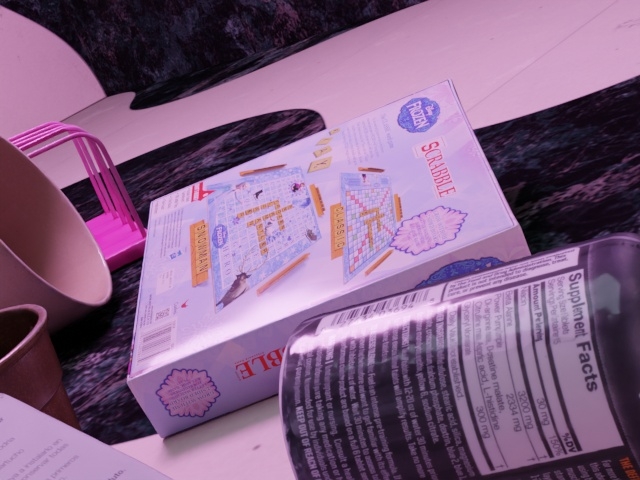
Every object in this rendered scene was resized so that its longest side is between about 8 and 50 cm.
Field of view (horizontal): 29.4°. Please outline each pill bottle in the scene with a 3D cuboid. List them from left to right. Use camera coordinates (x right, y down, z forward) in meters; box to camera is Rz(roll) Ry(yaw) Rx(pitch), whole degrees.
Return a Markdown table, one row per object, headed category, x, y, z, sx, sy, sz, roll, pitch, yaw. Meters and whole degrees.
| category | x | y | z | sx | sy | sz | roll | pitch | yaw |
| --- | --- | --- | --- | --- | --- | --- | --- | --- | --- |
| pill bottle | 0.113 | 0.073 | 0.622 | 0.245 | 0.130 | 0.130 | -16 | 17 | 23 |

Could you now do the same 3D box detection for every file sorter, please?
| category | x | y | z | sx | sy | sz | roll | pitch | yaw |
| --- | --- | --- | --- | --- | --- | --- | --- | --- | --- |
| file sorter | -0.368 | -0.044 | 1.614 | 0.202 | 0.182 | 0.290 | -28 | 16 | -14 |

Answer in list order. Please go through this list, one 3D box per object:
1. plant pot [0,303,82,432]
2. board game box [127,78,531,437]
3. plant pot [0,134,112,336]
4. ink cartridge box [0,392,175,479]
| category | x | y | z | sx | sy | sz | roll | pitch | yaw |
| --- | --- | --- | --- | --- | --- | --- | --- | --- | --- |
| plant pot | -0.214 | 0.152 | 0.772 | 0.167 | 0.165 | 0.167 | -21 | 16 | 7 |
| board game box | 0.000 | 0.000 | 1.046 | 0.318 | 0.066 | 0.319 | -22 | 27 | 8 |
| plant pot | -0.414 | 0.050 | 1.324 | 0.274 | 0.256 | 0.256 | -38 | 14 | 9 |
| ink cartridge box | -0.181 | 0.204 | 0.506 | 0.330 | 0.071 | 0.324 | 18 | 39 | 31 |
